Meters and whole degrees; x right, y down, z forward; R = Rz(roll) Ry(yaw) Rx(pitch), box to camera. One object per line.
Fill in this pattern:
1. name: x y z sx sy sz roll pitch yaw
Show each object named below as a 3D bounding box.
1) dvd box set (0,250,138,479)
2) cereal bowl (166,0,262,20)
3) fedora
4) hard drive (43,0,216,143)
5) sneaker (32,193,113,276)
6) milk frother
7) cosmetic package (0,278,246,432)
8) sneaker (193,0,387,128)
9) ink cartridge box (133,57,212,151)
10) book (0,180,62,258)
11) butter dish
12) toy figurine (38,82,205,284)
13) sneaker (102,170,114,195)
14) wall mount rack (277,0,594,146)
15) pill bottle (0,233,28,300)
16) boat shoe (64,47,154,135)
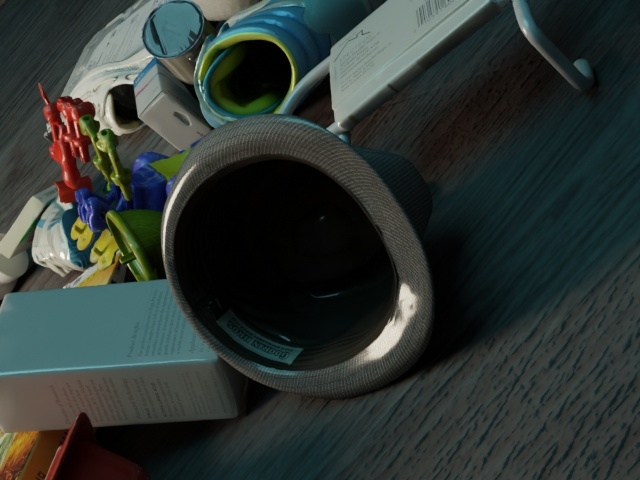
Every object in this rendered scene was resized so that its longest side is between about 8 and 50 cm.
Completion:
1. dvd box set: -0.336 0.205 1.328 0.307 0.062 0.420 -35 22 26
2. cereal bowl: -0.070 -0.428 1.680 0.339 0.141 0.339 -38 30 27
3. fedora: 0.000 0.000 1.019 0.275 0.244 0.124 -35 2 42
4. hard drive: -0.284 -0.293 1.931 0.339 0.064 0.237 -26 36 41
5. sneaker: -0.323 0.007 1.615 0.092 0.087 0.229 -57 20 5
6. milk frother: -0.124 -0.252 1.552 0.129 0.135 0.143 25 81 26
7. cosmetic package: -0.187 0.105 1.152 0.231 0.085 0.117 -5 40 11
8. sneaker: -0.085 -0.171 1.322 0.208 0.127 0.319 -47 6 -38
9. ink cartridge box: -0.194 -0.175 1.619 0.052 0.088 0.122 -45 28 13
10. book: -0.395 -0.035 1.742 0.096 0.035 0.144 -53 1 16
11. butter dish: -0.177 0.254 1.053 0.160 0.118 0.160 91 -168 -53
12. toy figurine: -0.153 -0.079 1.344 0.217 0.191 0.362 -15 20 -20
13. sneaker: -0.274 -0.070 1.687 0.035 0.031 0.083 -65 23 4
14. wall mount rack: 0.114 -0.190 1.138 0.350 0.130 0.304 -36 35 28
15. pill bottle: -0.500 0.056 1.803 0.169 0.094 0.094 -31 34 34
16. boat shoe: -0.285 -0.198 1.777 0.277 0.098 0.096 -24 37 40
